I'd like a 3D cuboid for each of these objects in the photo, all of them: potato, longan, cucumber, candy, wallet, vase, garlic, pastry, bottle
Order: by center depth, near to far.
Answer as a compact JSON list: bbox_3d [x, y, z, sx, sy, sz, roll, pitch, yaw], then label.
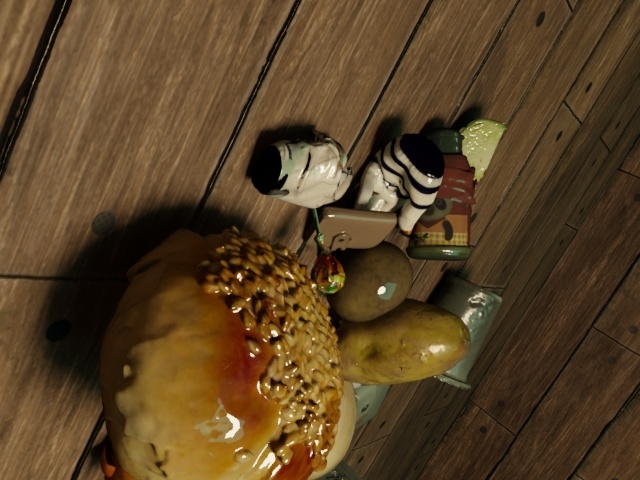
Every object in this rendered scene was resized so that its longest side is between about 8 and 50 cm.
[{"bbox_3d":[-0.109,0.172,0.778,0.245,0.409,0.409,-16,154,19],"label":"pastry"},{"bbox_3d":[0.000,0.000,0.938,0.060,0.201,0.060,-8,147,-6],"label":"candy"},{"bbox_3d":[0.055,-0.019,1.037,0.153,0.039,0.118,1,150,-24],"label":"wallet"},{"bbox_3d":[0.098,0.083,1.151,0.187,0.167,0.167,-50,148,-3],"label":"longan"},{"bbox_3d":[0.240,-0.095,1.153,0.156,0.143,0.271,3,87,-13],"label":"bottle"},{"bbox_3d":[0.191,0.220,1.219,0.229,0.266,0.229,1,88,-53],"label":"potato"},{"bbox_3d":[-0.062,0.395,1.230,0.313,0.249,0.286,-42,108,-4],"label":"garlic"},{"bbox_3d":[0.297,-0.130,1.268,0.105,0.145,0.325,-84,-160,-78],"label":"cucumber"},{"bbox_3d":[0.077,0.491,1.597,0.360,0.083,0.252,-15,137,-47],"label":"wallet"},{"bbox_3d":[0.398,0.259,1.661,0.245,0.245,0.291,19,99,-57],"label":"vase"}]

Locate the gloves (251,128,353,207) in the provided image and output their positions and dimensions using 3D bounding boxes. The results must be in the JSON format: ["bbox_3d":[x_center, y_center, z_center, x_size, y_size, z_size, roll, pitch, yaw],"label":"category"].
[{"bbox_3d":[-0.008,-0.106,0.891,0.212,0.111,0.127,-1,117,-43],"label":"gloves"}]

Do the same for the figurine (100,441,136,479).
[{"bbox_3d":[-0.273,0.343,0.939,0.271,0.143,0.143,-54,148,3],"label":"figurine"}]

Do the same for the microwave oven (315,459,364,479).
[{"bbox_3d":[-0.051,0.657,1.360,0.295,0.237,0.181,5,101,-36],"label":"microwave oven"}]

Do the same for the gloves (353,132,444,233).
[{"bbox_3d":[0.139,-0.101,1.074,0.140,0.131,0.219,16,151,-18],"label":"gloves"}]

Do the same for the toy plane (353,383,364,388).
[{"bbox_3d":[0.150,0.290,1.463,0.245,0.117,0.244,-35,145,-30],"label":"toy plane"}]
